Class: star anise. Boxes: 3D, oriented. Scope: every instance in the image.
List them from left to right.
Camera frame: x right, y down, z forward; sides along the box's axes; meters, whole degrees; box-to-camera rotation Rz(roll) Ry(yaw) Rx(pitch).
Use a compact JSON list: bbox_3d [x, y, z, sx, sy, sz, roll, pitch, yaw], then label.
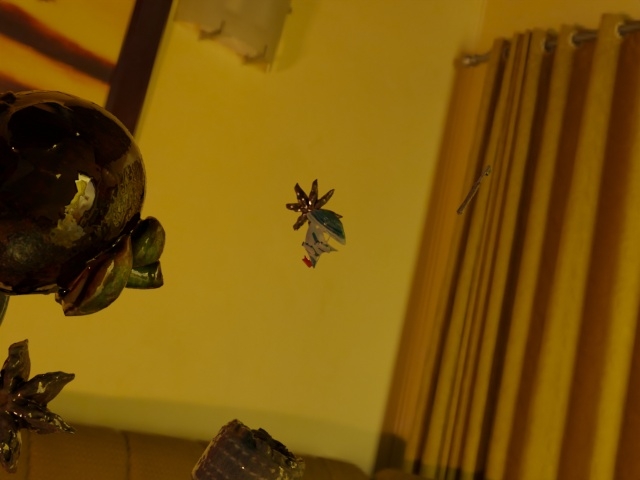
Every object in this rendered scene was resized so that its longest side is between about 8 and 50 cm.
[{"bbox_3d":[-0.439,0.231,1.116,0.171,0.208,0.063,-2,-36,-12],"label":"star anise"},{"bbox_3d":[-0.020,-0.074,1.771,0.141,0.141,0.042,9,13,14],"label":"star anise"}]

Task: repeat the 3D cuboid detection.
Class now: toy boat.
[{"bbox_3d":[-0.004,-0.011,1.665,0.034,0.105,0.149,-29,-6,-43],"label":"toy boat"}]

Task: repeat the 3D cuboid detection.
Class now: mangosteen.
[{"bbox_3d":[-0.361,-0.052,1.033,0.311,0.311,0.311,11,-10,2],"label":"mangosteen"}]

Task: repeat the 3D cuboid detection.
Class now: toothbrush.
[{"bbox_3d":[0.385,-0.128,1.927,0.014,0.194,0.017,-1,-53,42],"label":"toothbrush"}]

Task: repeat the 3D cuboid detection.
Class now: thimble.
[{"bbox_3d":[-0.155,0.503,1.691,0.205,0.172,0.236,38,-11,-19],"label":"thimble"}]

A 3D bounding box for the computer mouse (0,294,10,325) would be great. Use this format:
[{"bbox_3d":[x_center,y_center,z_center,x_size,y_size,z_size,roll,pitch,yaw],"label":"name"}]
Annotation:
[{"bbox_3d":[-0.784,0.082,1.766,0.203,0.374,0.114,3,0,41],"label":"computer mouse"}]
